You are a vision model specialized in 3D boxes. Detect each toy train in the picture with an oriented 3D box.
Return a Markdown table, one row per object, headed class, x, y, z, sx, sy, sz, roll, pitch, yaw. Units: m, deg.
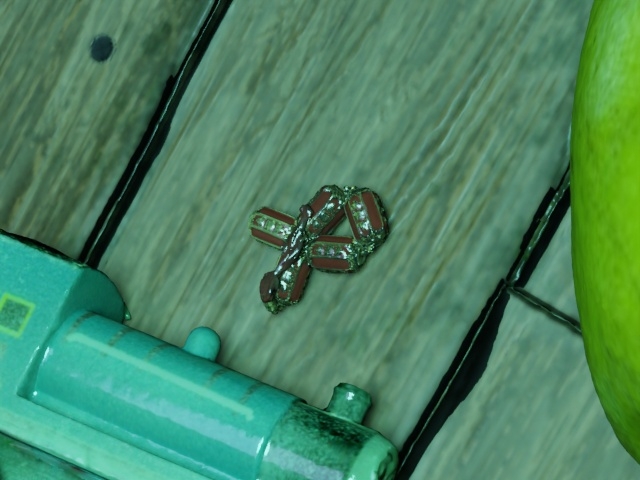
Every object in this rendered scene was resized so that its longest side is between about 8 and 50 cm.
| class | x | y | z | sx | sy | sz | roll | pitch | yaw |
| --- | --- | --- | --- | --- | --- | --- | --- | --- | --- |
| toy train | -0.103 | 0.123 | 0.953 | 0.298 | 0.120 | 0.194 | 21 | 74 | 19 |

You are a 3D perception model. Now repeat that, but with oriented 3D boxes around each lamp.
| class | x | y | z | sx | sy | sz | roll | pitch | yaw |
| --- | --- | --- | --- | --- | --- | --- | --- | --- | --- |
| lamp | 0.000 | 0.000 | 0.975 | 0.083 | 0.031 | 0.063 | -20 | 75 | 18 |

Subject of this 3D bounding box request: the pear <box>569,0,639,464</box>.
| class | x | y | z | sx | sy | sz | roll | pitch | yaw |
| --- | --- | --- | --- | --- | --- | --- | --- | --- | --- |
| pear | 0.270 | -0.052 | 0.681 | 0.352 | 0.352 | 0.413 | 35 | 75 | 26 |
